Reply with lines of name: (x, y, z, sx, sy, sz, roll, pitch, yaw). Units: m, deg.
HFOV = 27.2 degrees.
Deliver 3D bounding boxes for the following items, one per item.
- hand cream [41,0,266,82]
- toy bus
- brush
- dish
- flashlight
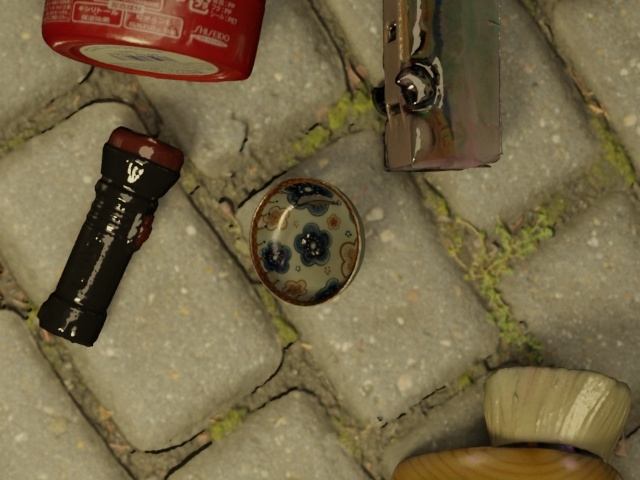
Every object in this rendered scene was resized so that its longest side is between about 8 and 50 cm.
hand cream: (-0.164, -0.248, 1.335, 0.230, 0.230, 0.149, 10, 87, -12)
toy bus: (0.131, -0.233, 1.457, 0.137, 0.112, 0.317, 0, 92, -16)
brush: (0.208, 0.237, 1.465, 0.266, 0.174, 0.166, -1, 63, 16)
dish: (0.000, 0.000, 1.453, 0.141, 0.078, 0.141, 2, 93, 30)
flashlight: (-0.222, -0.001, 1.396, 0.093, 0.093, 0.232, 22, 89, -11)
